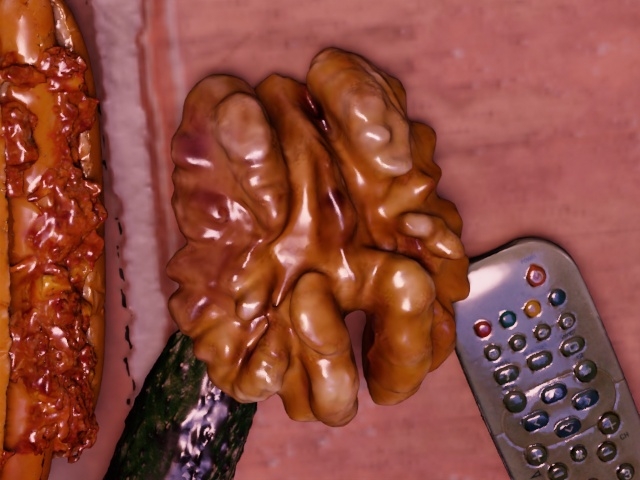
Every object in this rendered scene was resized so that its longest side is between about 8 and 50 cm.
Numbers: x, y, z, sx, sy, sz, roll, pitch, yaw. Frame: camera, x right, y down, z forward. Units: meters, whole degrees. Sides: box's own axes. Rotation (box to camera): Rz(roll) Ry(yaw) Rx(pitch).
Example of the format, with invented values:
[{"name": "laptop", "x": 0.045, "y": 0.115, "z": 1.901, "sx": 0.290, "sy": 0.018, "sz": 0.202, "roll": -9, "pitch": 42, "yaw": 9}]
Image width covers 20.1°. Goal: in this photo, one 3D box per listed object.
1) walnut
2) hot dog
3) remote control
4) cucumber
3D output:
[{"name": "walnut", "x": 0.000, "y": 0.000, "z": 0.813, "sx": 0.143, "sy": 0.069, "sz": 0.170, "roll": -17, "pitch": 93, "yaw": -17}, {"name": "hot dog", "x": -0.130, "y": 0.009, "z": 0.803, "sx": 0.076, "sy": 0.102, "sz": 0.249, "roll": 12, "pitch": 107, "yaw": 27}, {"name": "remote control", "x": 0.124, "y": 0.101, "z": 0.895, "sx": 0.072, "sy": 0.042, "sz": 0.222, "roll": -24, "pitch": 108, "yaw": 0}, {"name": "cucumber", "x": -0.084, "y": 0.140, "z": 0.868, "sx": 0.067, "sy": 0.067, "sz": 0.245, "roll": 21, "pitch": 106, "yaw": -13}]
